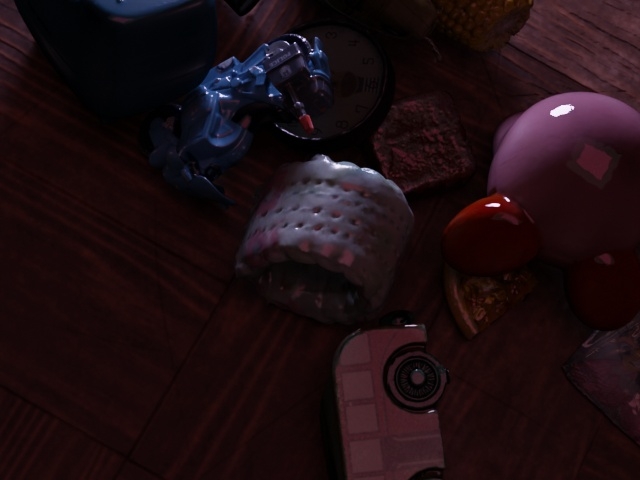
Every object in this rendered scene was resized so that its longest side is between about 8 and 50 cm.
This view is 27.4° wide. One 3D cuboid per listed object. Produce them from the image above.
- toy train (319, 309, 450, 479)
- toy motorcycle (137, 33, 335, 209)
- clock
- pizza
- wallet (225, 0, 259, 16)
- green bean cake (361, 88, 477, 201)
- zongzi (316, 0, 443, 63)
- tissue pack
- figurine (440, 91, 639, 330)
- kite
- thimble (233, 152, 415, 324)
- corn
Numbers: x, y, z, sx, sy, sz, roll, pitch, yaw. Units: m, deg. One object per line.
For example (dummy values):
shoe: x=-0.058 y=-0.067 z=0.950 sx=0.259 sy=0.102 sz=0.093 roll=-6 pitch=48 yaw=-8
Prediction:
toy train: x=0.084 y=0.246 z=1.562 sx=0.159 sy=0.129 sz=0.326 roll=-5 pitch=74 yaw=-5
toy motorcycle: x=-0.101 y=-0.145 z=1.632 sx=0.272 sy=0.123 sz=0.182 roll=-29 pitch=59 yaw=13
clock: x=0.005 y=-0.203 z=1.702 sx=0.184 sy=0.040 sz=0.184 roll=-5 pitch=70 yaw=13
pizza: x=0.219 y=0.049 z=1.690 sx=0.131 sy=0.041 sz=0.178 roll=16 pitch=70 yaw=-5
wallet: x=-0.162 y=-0.469 z=1.754 sx=0.318 sy=0.045 sz=0.172 roll=44 pitch=111 yaw=7
green bean cake: x=0.125 y=-0.122 z=1.721 sx=0.135 sy=0.056 sz=0.136 roll=-16 pitch=76 yaw=-12
zongzi: x=0.067 y=-0.309 z=1.746 sx=0.189 sy=0.178 sz=0.081 roll=33 pitch=79 yaw=-20
tissue pack: x=-0.260 y=-0.289 z=1.624 sx=0.198 sy=0.206 sz=0.287 roll=-24 pitch=60 yaw=-28
figurine: x=0.324 y=-0.064 z=1.629 sx=0.269 sy=0.211 sz=0.261 roll=24 pitch=59 yaw=-8
kite: x=0.476 y=0.243 z=1.680 sx=0.204 sy=0.022 sz=0.360 roll=-29 pitch=75 yaw=-17
thimble: x=0.000 y=0.000 z=1.596 sx=0.211 sy=0.185 sz=0.149 roll=9 pitch=64 yaw=23
corn: x=0.110 y=-0.397 z=1.763 sx=0.387 sy=0.144 sz=0.144 roll=39 pitch=71 yaw=5
